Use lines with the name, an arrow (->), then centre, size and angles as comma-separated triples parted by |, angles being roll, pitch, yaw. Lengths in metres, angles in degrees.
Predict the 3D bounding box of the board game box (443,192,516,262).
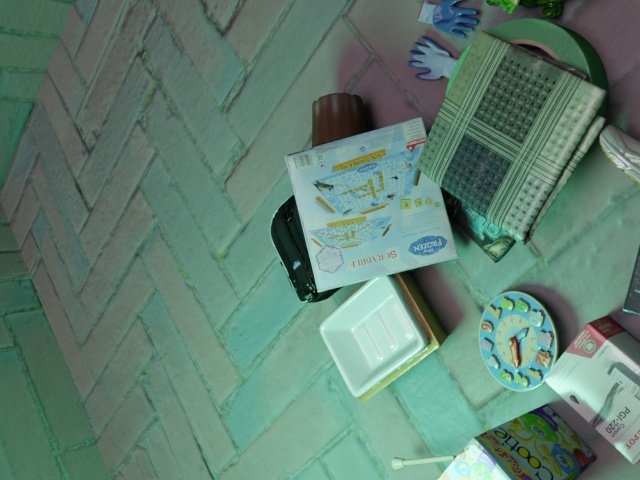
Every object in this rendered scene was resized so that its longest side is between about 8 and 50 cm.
board game box -> 0.350, -0.060, 1.504 | 0.186, 0.026, 0.126 | 51, 125, 30

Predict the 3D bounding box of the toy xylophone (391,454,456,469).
toy xylophone -> 0.283, 0.592, 1.583 | 0.323, 0.081, 0.236 | -17, 81, 44

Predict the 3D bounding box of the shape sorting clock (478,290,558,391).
shape sorting clock -> 0.402, 0.208, 1.451 | 0.206, 0.040, 0.206 | 1, 91, 53

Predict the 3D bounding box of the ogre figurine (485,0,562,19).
ogre figurine -> 0.425, -0.475, 1.332 | 0.197, 0.118, 0.096 | -24, 80, 45

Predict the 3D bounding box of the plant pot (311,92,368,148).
plant pot -> 0.049, -0.259, 1.704 | 0.167, 0.167, 0.165 | -15, 75, 44

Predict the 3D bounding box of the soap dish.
soap dish -> 0.147, 0.217, 1.663 | 0.291, 0.118, 0.228 | -46, 62, 37

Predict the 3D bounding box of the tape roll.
tape roll -> 0.401, -0.274, 1.403 | 0.321, 0.077, 0.321 | 4, 96, 44

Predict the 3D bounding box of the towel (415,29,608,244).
towel -> 0.360, -0.207, 1.359 | 0.312, 0.056, 0.324 | 43, 120, 37

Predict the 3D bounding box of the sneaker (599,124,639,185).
sneaker -> 0.607, -0.131, 1.208 | 0.262, 0.099, 0.121 | 47, 116, 23

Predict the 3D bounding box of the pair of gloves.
pair of gloves -> 0.270, -0.448, 1.557 | 0.159, 0.023, 0.198 | 30, 114, 38

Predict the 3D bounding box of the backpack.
backpack -> 0.000, 0.000, 1.740 | 0.225, 0.191, 0.253 | -42, 72, 36

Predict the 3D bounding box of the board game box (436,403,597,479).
board game box -> 0.377, 0.437, 1.341 | 0.144, 0.275, 0.142 | 48, 124, 31

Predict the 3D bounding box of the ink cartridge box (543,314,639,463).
ink cartridge box -> 0.548, 0.270, 1.288 | 0.218, 0.092, 0.158 | 45, 123, 31

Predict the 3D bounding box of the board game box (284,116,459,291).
board game box -> 0.112, -0.076, 1.558 | 0.319, 0.066, 0.317 | -14, 85, 10

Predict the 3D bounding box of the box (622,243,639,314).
box -> 0.624, 0.066, 1.195 | 0.156, 0.093, 0.158 | 21, 107, 42
